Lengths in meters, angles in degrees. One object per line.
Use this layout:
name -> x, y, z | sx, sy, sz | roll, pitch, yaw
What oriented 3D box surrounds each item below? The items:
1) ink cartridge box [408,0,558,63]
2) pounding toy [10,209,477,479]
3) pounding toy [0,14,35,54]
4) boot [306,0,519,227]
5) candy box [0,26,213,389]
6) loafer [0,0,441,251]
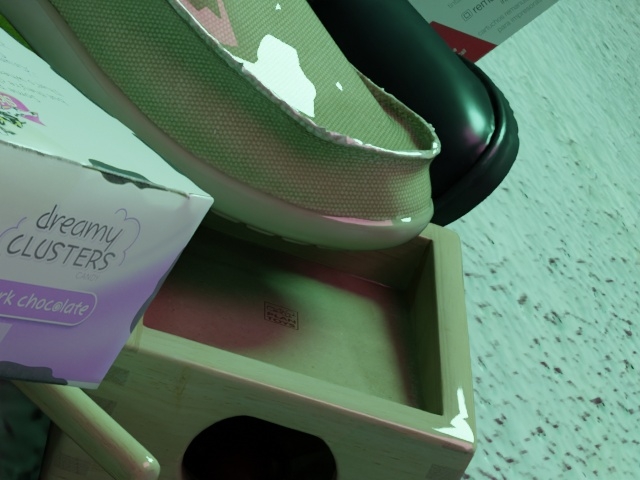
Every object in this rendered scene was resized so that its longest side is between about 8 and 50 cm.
ink cartridge box -> 0.066, -0.209, 1.187 | 0.176, 0.128, 0.127 | 50, 23, -10
pounding toy -> -0.060, 0.051, 0.615 | 0.206, 0.094, 0.181 | 18, 33, -11
pounding toy -> -0.130, -0.178, 0.768 | 0.237, 0.110, 0.183 | 29, 33, -48
boot -> -0.016, -0.129, 0.924 | 0.207, 0.094, 0.246 | 43, 12, -34
candy box -> -0.152, -0.047, 0.493 | 0.196, 0.070, 0.165 | 39, 12, 30
loafer -> -0.059, -0.099, 0.619 | 0.268, 0.092, 0.102 | 38, 21, -4
